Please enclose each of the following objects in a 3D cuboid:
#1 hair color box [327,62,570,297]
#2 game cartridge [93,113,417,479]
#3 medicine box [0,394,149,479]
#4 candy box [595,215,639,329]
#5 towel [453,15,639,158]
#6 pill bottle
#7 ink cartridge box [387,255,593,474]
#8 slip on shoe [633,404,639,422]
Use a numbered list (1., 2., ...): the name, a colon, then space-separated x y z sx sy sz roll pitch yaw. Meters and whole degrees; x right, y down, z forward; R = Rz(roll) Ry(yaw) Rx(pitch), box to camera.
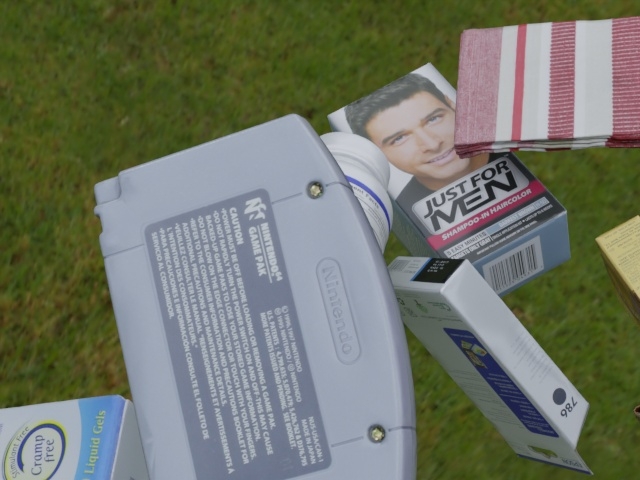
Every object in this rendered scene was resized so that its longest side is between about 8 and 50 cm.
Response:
1. hair color box: 0.180 -0.081 1.940 0.185 0.113 0.374 -28 49 -9
2. game cartridge: -0.041 0.071 0.941 0.198 0.062 0.297 -16 76 9
3. medicine box: -0.299 0.313 1.320 0.289 0.149 0.263 -10 54 23
4. candy box: 0.336 0.077 1.266 0.053 0.109 0.186 -29 48 3
5. towel: 0.348 -0.213 1.811 0.329 0.037 0.237 -2 50 14
6. pill bottle: 0.000 0.000 1.567 0.152 0.152 0.272 24 46 -6
7. ink cartridge box: 0.220 0.156 1.691 0.065 0.165 0.332 -47 111 -20
8. slip on shoe: 0.482 0.227 1.812 0.041 0.135 0.051 42 57 -11
